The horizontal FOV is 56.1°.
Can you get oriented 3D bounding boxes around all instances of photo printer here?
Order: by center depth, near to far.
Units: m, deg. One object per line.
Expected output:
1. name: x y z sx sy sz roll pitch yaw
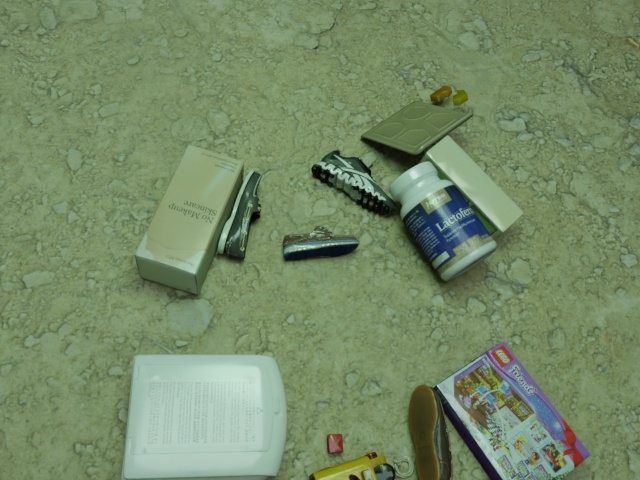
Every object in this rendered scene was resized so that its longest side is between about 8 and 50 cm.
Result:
1. photo printer: -0.220 0.349 1.185 0.307 0.107 0.256 1 62 -9

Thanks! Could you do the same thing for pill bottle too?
1. pill bottle: 0.286 -0.049 1.439 0.153 0.153 0.265 -28 75 -21

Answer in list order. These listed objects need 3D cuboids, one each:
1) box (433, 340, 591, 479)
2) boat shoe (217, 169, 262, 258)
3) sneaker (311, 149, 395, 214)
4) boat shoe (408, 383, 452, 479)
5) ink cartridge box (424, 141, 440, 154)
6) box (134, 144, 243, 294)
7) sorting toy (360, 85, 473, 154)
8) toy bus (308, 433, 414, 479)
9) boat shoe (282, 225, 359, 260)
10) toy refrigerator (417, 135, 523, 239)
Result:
1. box: 0.404 0.391 1.290 0.201 0.057 0.293 -27 69 -20
2. boat shoe: -0.177 -0.062 1.430 0.068 0.081 0.228 19 68 -2
3. sneaker: 0.099 -0.157 1.522 0.234 0.078 0.106 31 64 10
4. boat shoe: 0.233 0.409 1.253 0.073 0.073 0.207 24 57 -40
5. ink cartridge box: 0.310 -0.209 1.610 0.063 0.029 0.115 -9 63 -14
6. box: -0.293 -0.049 1.377 0.148 0.121 0.311 17 61 -1
7. sorting toy: 0.287 -0.320 1.601 0.307 0.041 0.229 -36 36 -24
8. toy bus: 0.079 0.473 1.169 0.191 0.104 0.202 27 62 5
9. boat shoe: 0.000 0.000 1.429 0.183 0.066 0.066 -5 62 -11
10. toy refrigerator: 0.366 -0.123 1.511 0.094 0.102 0.269 -40 82 -20
